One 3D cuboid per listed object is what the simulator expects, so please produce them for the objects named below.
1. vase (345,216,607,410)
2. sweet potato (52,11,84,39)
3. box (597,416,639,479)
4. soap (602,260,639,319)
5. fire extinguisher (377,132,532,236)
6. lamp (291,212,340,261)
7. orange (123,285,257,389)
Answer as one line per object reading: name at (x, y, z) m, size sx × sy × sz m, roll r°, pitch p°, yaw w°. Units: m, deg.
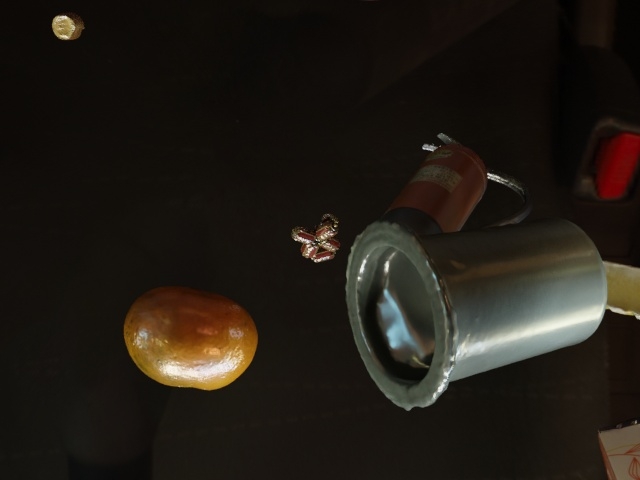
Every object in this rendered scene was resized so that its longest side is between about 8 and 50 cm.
vase at (0.211, 0.069, 1.342) m, size 0.291 × 0.245 × 0.245 m, roll -11°, pitch 98°, yaw -29°
sweet potato at (-0.443, -0.383, 1.821) m, size 0.049 × 0.117 × 0.049 m, roll 1°, pitch 101°, yaw 6°
box at (0.481, 0.285, 0.969) m, size 0.344 × 0.385 × 0.122 m, roll -14°, pitch 108°, yaw 8°
soap at (0.588, 0.099, 1.759) m, size 0.173 × 0.274 × 0.089 m, roll 16°, pitch 94°, yaw 36°
fire extinguisher at (0.212, -0.045, 1.621) m, size 0.200 × 0.376 × 0.113 m, roll 38°, pitch 129°, yaw -1°
lamp at (0.000, 0.000, 1.319) m, size 0.063 × 0.083 × 0.031 m, roll -13°, pitch 56°, yaw 7°
orange at (-0.231, 0.175, 1.802) m, size 0.240 × 0.240 × 0.171 m, roll 15°, pitch 93°, yaw -6°
